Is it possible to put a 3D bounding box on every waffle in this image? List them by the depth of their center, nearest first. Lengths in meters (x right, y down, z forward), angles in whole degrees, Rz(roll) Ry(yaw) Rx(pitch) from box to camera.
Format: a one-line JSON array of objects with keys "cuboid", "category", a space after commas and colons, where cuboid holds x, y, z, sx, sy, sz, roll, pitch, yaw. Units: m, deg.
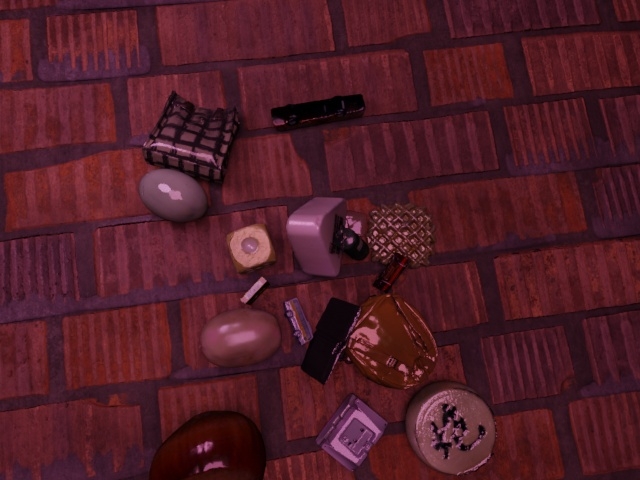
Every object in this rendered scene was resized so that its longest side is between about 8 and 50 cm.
[{"cuboid": [0.349, -0.025, 1.885, 0.310, 0.056, 0.291, 3, 82, -2], "category": "waffle"}]

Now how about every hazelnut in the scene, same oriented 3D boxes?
[{"cuboid": [-0.398, 0.804, 1.583, 0.410, 0.359, 0.358, -16, 83, -2], "category": "hazelnut"}]

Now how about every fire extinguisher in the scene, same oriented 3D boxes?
[{"cuboid": [0.114, 0.007, 1.742, 0.093, 0.294, 0.118, -11, 72, 17], "category": "fire extinguisher"}]

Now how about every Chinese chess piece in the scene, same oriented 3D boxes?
[{"cuboid": [0.514, 0.736, 1.738, 0.350, 0.146, 0.348, 1, 81, -4], "category": "Chinese chess piece"}]

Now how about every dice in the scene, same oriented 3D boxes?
[{"cuboid": [-0.276, 0.035, 1.774, 0.169, 0.169, 0.166, -18, 82, -6], "category": "dice"}]

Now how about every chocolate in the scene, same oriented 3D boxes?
[{"cuboid": [0.297, 0.135, 1.842, 0.086, 0.028, 0.182, 28, 102, -13], "category": "chocolate"}]

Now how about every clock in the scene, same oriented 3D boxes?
[{"cuboid": [0.126, 0.756, 1.739, 0.186, 0.083, 0.253, 39, 81, 2], "category": "clock"}]

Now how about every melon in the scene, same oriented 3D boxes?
[{"cuboid": [-0.308, 0.374, 1.695, 0.317, 0.223, 0.222, -10, 82, -6], "category": "melon"}]

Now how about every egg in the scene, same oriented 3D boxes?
[{"cuboid": [-0.591, -0.180, 1.767, 0.283, 0.203, 0.202, 25, 81, -3], "category": "egg"}]

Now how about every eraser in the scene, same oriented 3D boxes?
[{"cuboid": [0.000, 0.000, 1.763, 0.150, 0.331, 0.330, 7, 80, 19], "category": "eraser"}]

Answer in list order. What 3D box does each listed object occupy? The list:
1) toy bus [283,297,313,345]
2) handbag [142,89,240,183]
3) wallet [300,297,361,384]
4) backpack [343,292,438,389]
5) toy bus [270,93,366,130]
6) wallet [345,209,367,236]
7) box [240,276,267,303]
[{"cuboid": [-0.095, 0.331, 1.800, 0.075, 0.064, 0.190, -23, 84, -19], "category": "toy bus"}, {"cuboid": [-0.519, -0.430, 1.822, 0.326, 0.162, 0.326, 15, 66, -6], "category": "handbag"}, {"cuboid": [0.036, 0.385, 1.716, 0.041, 0.247, 0.322, 28, 80, -25], "category": "wallet"}, {"cuboid": [0.269, 0.409, 1.741, 0.354, 0.201, 0.378, -38, 83, -10], "category": "backpack"}, {"cuboid": [-0.010, -0.559, 1.921, 0.410, 0.092, 0.093, -11, 80, -5], "category": "toy bus"}, {"cuboid": [0.119, -0.076, 1.886, 0.153, 0.039, 0.117, 10, 79, -4], "category": "wallet"}, {"cuboid": [-0.255, 0.202, 1.739, 0.030, 0.193, 0.121, 43, 81, 5], "category": "box"}]
